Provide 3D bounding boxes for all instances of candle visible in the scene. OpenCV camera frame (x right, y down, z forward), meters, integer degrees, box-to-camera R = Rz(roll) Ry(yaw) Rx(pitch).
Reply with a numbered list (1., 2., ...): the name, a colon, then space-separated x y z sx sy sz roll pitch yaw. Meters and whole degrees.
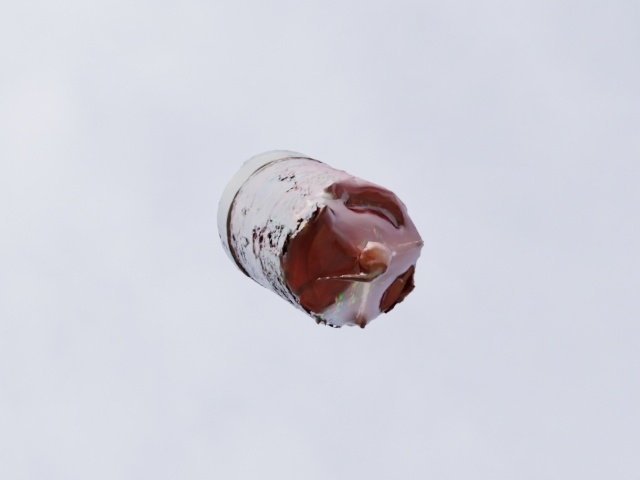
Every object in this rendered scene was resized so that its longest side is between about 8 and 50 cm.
1. candle: 0.000 0.000 0.633 0.052 0.131 0.052 -2 -80 -14
